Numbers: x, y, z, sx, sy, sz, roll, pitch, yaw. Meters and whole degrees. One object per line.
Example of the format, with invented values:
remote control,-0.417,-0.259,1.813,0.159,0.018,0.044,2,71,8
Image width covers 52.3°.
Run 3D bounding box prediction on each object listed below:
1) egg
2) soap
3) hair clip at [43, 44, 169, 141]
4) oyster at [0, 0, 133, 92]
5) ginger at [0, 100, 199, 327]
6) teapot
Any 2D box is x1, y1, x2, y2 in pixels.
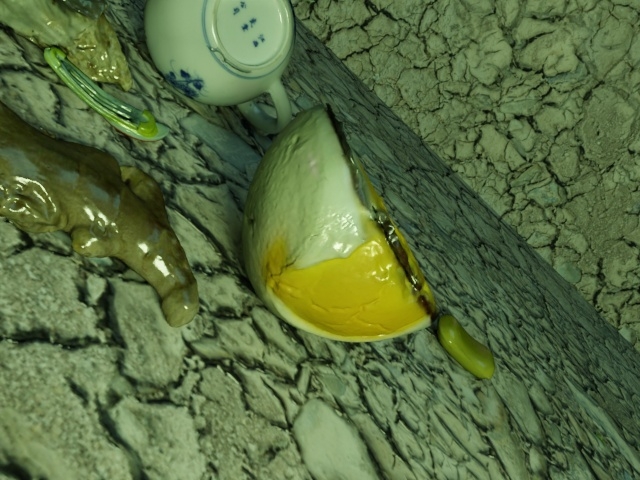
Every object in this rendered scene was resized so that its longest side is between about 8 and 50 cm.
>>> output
egg,0.000,0.000,0.845,0.337,0.201,0.337,-24,90,-86
soap,0.260,0.193,1.179,0.140,0.045,0.089,43,20,-8
hair clip,-0.287,-0.186,0.869,0.188,0.033,0.060,37,27,-28
oyster,-0.377,-0.328,0.845,0.341,0.110,0.166,40,24,-17
ginger,-0.248,-0.053,0.659,0.333,0.080,0.166,32,38,-24
teapot,-0.181,-0.355,1.106,0.280,0.252,0.424,17,-32,52
